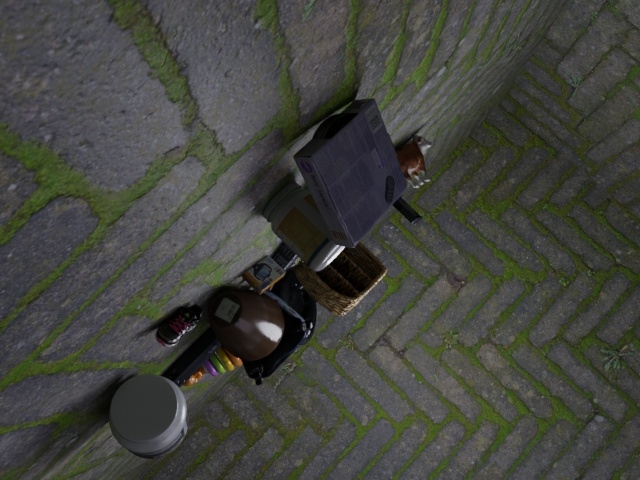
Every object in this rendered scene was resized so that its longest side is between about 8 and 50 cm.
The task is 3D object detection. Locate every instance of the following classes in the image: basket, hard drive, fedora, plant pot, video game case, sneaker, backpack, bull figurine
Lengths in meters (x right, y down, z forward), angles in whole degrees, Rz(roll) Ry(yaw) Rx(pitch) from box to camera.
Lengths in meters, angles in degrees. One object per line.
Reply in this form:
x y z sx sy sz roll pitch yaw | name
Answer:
0.062 0.113 2.135 0.213 0.299 0.223 -32 165 -52 | basket
-0.430 0.404 1.902 0.255 0.054 0.172 -45 170 -9 | hard drive
-0.138 0.274 2.249 0.152 0.335 0.334 -13 -178 20 | fedora
-0.243 0.235 1.659 0.215 0.215 0.230 -46 156 -6 | plant pot
0.288 -0.162 2.141 0.035 0.248 0.275 -47 171 12 | video game case
-0.356 0.210 1.404 0.075 0.063 0.170 -50 175 23 | sneaker
-0.194 0.294 1.867 0.276 0.263 0.213 -46 176 -1 | backpack
0.347 -0.295 2.136 0.310 0.189 0.101 -29 -178 -43 | bull figurine

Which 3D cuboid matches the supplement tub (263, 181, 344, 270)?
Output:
-0.032 -0.036 1.384 0.144 0.199 0.144 -44 170 -10 | supplement tub

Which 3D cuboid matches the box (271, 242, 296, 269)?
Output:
-0.039 -0.018 1.865 0.270 0.060 0.216 -50 171 20 | box

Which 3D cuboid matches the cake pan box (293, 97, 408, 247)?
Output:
0.078 -0.159 1.266 0.070 0.267 0.246 7 -134 43 | cake pan box

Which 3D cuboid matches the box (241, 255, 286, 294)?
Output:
-0.170 0.102 1.716 0.136 0.081 0.028 -39 167 -43 | box

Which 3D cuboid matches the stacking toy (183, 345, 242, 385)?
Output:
-0.386 0.443 2.050 0.301 0.166 0.175 -33 -178 -13 | stacking toy

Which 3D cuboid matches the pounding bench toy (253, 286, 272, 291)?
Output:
-0.194 0.115 1.773 0.065 0.083 0.052 -3 144 -28 | pounding bench toy

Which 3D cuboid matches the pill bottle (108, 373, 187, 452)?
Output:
-0.490 0.506 1.585 0.210 0.210 0.363 -42 169 -26 | pill bottle
